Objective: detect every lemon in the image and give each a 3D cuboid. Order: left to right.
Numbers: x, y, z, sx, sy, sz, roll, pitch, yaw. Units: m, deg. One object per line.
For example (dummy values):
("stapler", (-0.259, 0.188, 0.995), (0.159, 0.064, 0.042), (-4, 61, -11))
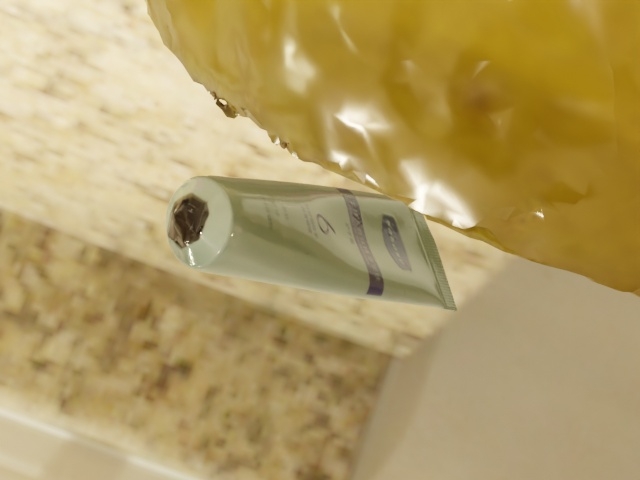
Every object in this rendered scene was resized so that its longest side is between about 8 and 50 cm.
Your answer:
("lemon", (0.127, -0.171, 0.521), (0.364, 0.364, 0.364), (17, 163, 6))

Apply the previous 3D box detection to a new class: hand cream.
("hand cream", (0.000, 0.000, 1.326), (0.067, 0.109, 0.320), (-31, 157, 31))
